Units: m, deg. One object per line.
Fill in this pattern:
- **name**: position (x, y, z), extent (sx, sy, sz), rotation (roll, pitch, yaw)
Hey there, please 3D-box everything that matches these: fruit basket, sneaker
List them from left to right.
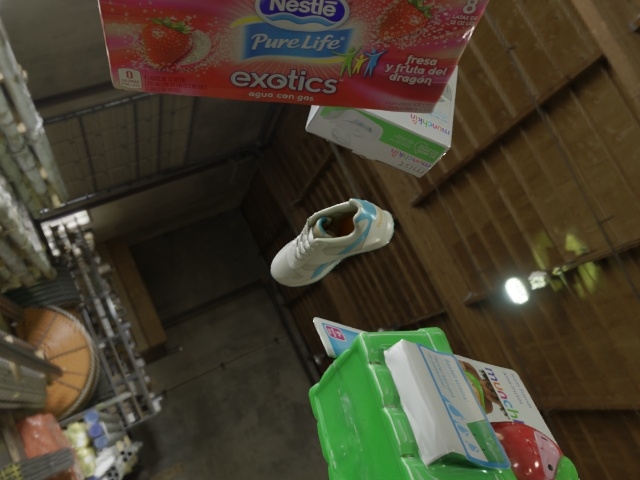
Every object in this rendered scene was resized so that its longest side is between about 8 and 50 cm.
- **sneaker**: position (0.000, 0.000, 0.931), extent (0.228, 0.092, 0.088), rotation (-30, -125, 27)
- **fruit basket**: position (0.176, 0.227, 0.628), extent (0.165, 0.352, 0.327), rotation (-60, -151, 29)

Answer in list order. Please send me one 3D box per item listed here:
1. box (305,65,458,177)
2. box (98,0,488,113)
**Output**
- **box**: position (0.126, -0.286, 1.171), extent (0.127, 0.261, 0.231), rotation (131, -24, -55)
- **box**: position (-0.028, -0.224, 0.509), extent (0.142, 0.299, 0.154), rotation (110, -20, -59)
